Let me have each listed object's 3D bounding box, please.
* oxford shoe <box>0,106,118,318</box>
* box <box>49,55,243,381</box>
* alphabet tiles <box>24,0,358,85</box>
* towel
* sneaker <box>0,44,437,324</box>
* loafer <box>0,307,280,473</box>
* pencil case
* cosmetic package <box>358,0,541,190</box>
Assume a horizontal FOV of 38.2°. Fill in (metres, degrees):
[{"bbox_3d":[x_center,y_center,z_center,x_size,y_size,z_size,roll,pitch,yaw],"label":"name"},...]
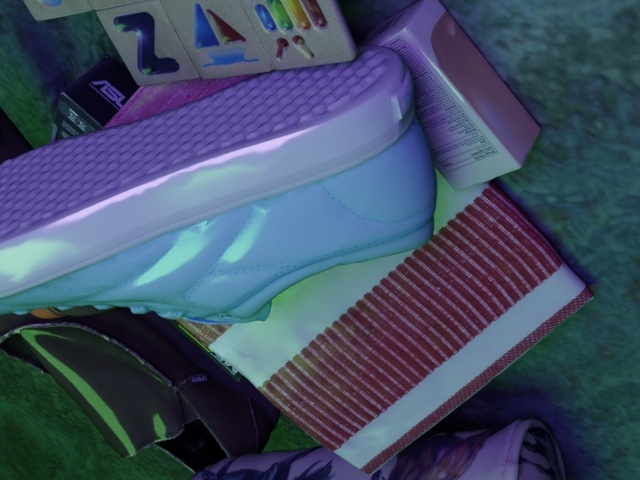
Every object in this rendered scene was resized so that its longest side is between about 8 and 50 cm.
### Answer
[{"bbox_3d":[-0.247,-0.039,0.802,0.098,0.097,0.271,-1,136,21],"label":"oxford shoe"},{"bbox_3d":[-0.129,-0.007,0.837,0.270,0.060,0.216,41,148,1],"label":"box"},{"bbox_3d":[-0.112,-0.231,0.467,0.285,0.011,0.342,0,131,36],"label":"alphabet tiles"},{"bbox_3d":[0.000,0.000,0.661,0.329,0.037,0.237,43,108,-14],"label":"towel"},{"bbox_3d":[-0.100,0.009,0.581,0.366,0.135,0.150,-15,121,16],"label":"sneaker"},{"bbox_3d":[-0.188,0.163,0.991,0.366,0.130,0.134,33,135,-29],"label":"loafer"},{"bbox_3d":[0.038,0.277,0.887,0.410,0.159,0.183,-16,133,31],"label":"pencil case"},{"bbox_3d":[0.078,-0.090,0.577,0.115,0.041,0.060,47,145,-19],"label":"cosmetic package"}]
